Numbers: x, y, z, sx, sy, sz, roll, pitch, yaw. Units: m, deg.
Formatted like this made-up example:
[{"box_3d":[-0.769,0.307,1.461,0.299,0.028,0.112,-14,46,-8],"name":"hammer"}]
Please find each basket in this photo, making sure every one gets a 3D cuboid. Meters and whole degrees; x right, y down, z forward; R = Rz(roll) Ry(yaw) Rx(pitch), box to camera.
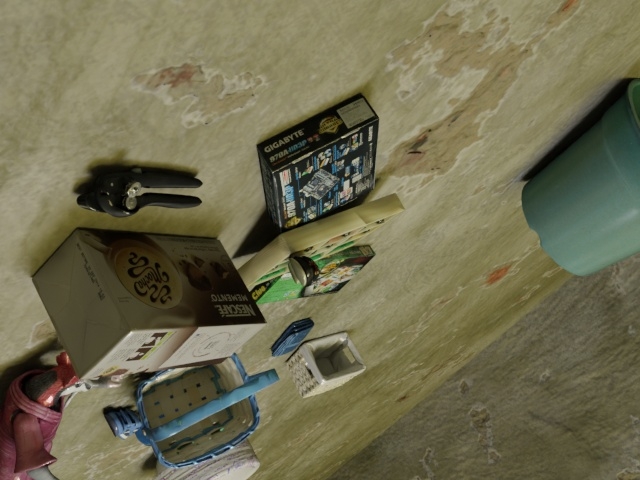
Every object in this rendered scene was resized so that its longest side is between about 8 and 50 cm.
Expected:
[{"box_3d":[0.009,0.310,2.153,0.167,0.113,0.103,-8,152,-48],"name":"basket"},{"box_3d":[-0.228,0.321,1.688,0.254,0.201,0.289,-22,173,-24],"name":"basket"}]

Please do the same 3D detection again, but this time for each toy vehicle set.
[{"box_3d":[0.000,0.000,1.480,0.267,0.035,0.166,-21,170,-39],"name":"toy vehicle set"}]

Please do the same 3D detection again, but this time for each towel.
[{"box_3d":[-0.062,0.223,1.971,0.067,0.029,0.119,-14,152,-42],"name":"towel"}]

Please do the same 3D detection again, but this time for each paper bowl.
[{"box_3d":[-0.313,0.592,2.265,0.284,0.148,0.284,-29,159,-12],"name":"paper bowl"}]

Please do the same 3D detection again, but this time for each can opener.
[{"box_3d":[-0.218,-0.065,1.105,0.186,0.073,0.059,-10,111,-51],"name":"can opener"}]

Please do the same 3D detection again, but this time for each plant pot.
[{"box_3d":[0.638,-0.107,1.859,0.341,0.341,0.334,-8,156,-47],"name":"plant pot"}]

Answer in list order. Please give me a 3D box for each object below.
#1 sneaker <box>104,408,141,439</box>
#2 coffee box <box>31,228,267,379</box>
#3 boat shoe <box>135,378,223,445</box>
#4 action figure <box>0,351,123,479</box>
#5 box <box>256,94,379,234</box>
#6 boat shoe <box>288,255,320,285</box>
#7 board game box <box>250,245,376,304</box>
[{"box_3d":[-0.404,0.372,1.790,0.059,0.053,0.144,-29,167,-8],"name":"sneaker"},{"box_3d":[-0.235,0.090,1.243,0.119,0.168,0.297,-42,157,23],"name":"coffee box"},{"box_3d":[-0.276,0.368,1.886,0.258,0.109,0.089,-29,162,-4],"name":"boat shoe"},{"box_3d":[-0.494,0.303,1.423,0.275,0.248,0.370,24,117,-15],"name":"action figure"},{"box_3d":[-0.001,-0.106,1.302,0.175,0.051,0.220,-28,158,-10],"name":"box"},{"box_3d":[-0.025,0.044,1.370,0.042,0.049,0.133,-22,178,-6],"name":"boat shoe"},{"box_3d":[-0.012,0.066,1.700,0.136,0.030,0.259,-43,157,31],"name":"board game box"}]
